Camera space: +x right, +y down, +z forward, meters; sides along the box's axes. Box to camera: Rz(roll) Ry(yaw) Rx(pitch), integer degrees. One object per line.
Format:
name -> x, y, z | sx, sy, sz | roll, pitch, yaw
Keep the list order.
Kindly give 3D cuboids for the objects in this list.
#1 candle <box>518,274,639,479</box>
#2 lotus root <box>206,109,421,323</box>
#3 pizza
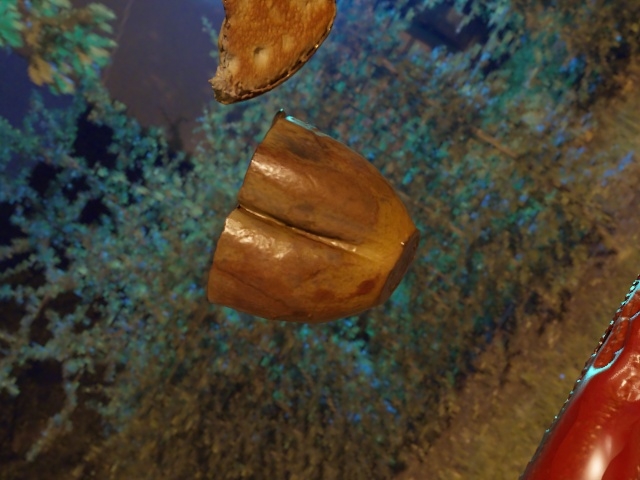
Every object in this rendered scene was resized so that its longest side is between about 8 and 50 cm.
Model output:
candle -> 0.141, 0.043, 0.390 | 0.329, 0.048, 0.051 | -55, 5, -17
lotus root -> 0.000, -0.001, 0.936 | 0.199, 0.180, 0.188 | -53, -16, -50
pizza -> -0.066, -0.236, 0.867 | 0.185, 0.052, 0.195 | -45, -50, -34
